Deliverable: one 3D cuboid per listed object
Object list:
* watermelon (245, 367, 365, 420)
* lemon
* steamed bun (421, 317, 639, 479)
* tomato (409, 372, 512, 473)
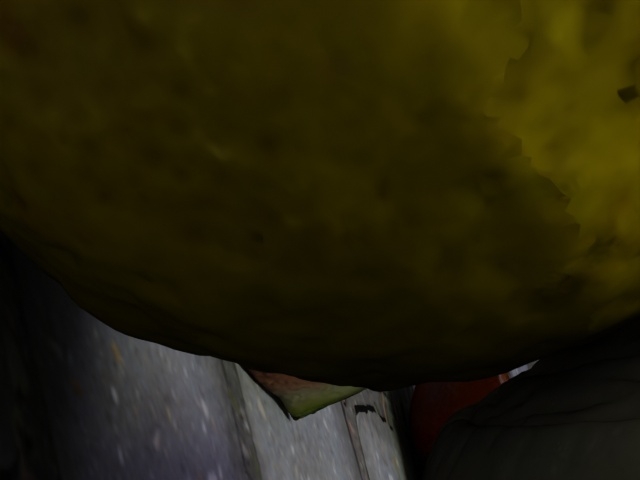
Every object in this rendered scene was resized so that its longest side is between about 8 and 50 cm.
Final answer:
[{"bbox_3d":[0.012,-0.008,0.757,0.137,0.145,0.193,-56,127,-70],"label":"watermelon"},{"bbox_3d":[0.008,-0.140,0.480,0.350,0.350,0.387,-95,159,-50],"label":"lemon"},{"bbox_3d":[0.153,0.122,0.458,0.383,0.236,0.247,-16,-93,65],"label":"steamed bun"},{"bbox_3d":[0.121,0.171,1.123,0.225,0.085,0.225,-22,90,-80],"label":"tomato"}]
